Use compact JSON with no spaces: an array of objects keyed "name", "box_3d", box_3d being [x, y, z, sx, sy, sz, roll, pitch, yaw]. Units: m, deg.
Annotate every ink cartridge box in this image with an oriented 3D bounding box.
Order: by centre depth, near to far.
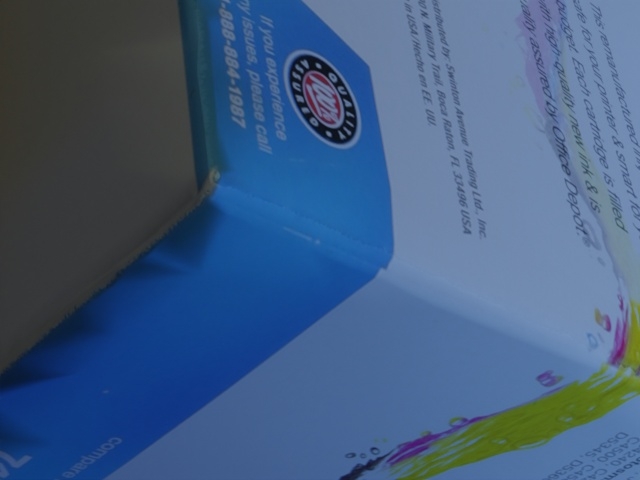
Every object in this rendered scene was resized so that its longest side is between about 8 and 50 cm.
[{"name":"ink cartridge box","box_3d":[0.000,0.000,0.626,0.270,0.197,0.198,23,44,-36]}]
